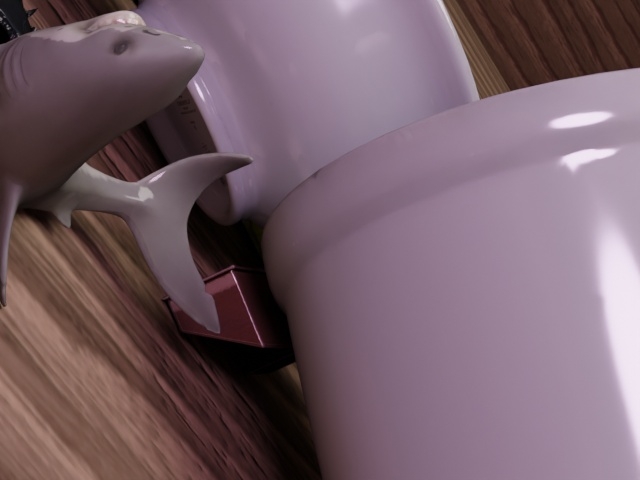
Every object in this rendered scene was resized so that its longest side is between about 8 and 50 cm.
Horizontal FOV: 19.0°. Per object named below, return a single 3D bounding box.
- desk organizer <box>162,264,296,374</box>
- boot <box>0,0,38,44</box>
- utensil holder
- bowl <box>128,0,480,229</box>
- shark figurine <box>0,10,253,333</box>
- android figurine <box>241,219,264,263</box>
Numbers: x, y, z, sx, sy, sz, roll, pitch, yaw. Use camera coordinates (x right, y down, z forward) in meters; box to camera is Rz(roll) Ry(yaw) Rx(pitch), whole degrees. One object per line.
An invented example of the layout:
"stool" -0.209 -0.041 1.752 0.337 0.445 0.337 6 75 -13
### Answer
"desk organizer" -0.042 0.049 1.132 0.050 0.047 0.130 67 14 10
"boot" -0.186 -0.145 0.979 0.121 0.045 0.099 53 21 -34
"utensil holder" 0.165 0.146 1.027 0.327 0.327 0.385 34 40 -64
"bowl" -0.032 -0.101 1.161 0.298 0.134 0.298 55 -17 25
"shark figurine" -0.126 -0.019 0.904 0.278 0.166 0.116 80 12 -74
"android figurine" 0.000 0.000 1.382 0.273 0.056 0.248 65 13 3
